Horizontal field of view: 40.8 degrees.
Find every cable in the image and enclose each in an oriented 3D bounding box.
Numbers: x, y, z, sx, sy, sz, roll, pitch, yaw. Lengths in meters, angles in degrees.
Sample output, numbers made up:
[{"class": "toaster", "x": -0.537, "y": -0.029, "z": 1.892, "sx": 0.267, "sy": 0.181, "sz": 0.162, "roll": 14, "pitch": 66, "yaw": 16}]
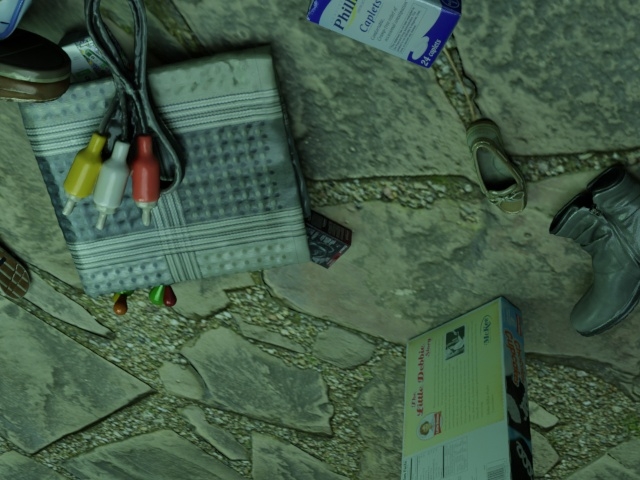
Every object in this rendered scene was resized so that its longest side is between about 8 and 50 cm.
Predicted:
[{"class": "cable", "x": -0.212, "y": -0.144, "z": 0.974, "sx": 0.139, "sy": 0.072, "sz": 0.287, "roll": 6, "pitch": 121, "yaw": -13}]

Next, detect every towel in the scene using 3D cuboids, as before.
[{"class": "towel", "x": -0.183, "y": -0.080, "z": 1.091, "sx": 0.324, "sy": 0.056, "sz": 0.312, "roll": -8, "pitch": 122, "yaw": 3}]

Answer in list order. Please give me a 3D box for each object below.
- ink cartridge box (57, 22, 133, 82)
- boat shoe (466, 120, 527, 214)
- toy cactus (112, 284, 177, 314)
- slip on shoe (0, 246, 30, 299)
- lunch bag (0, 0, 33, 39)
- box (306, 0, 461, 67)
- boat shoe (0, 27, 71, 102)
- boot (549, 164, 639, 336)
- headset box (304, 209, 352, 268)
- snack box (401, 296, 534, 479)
[{"class": "ink cartridge box", "x": -0.260, "y": -0.202, "z": 1.044, "sx": 0.062, "sy": 0.029, "sz": 0.115, "roll": -14, "pitch": 131, "yaw": 20}, {"class": "boat shoe", "x": 0.222, "y": -0.080, "z": 1.080, "sx": 0.056, "sy": 0.048, "sz": 0.153, "roll": -12, "pitch": 132, "yaw": 21}, {"class": "toy cactus", "x": -0.239, "y": 0.017, "z": 1.229, "sx": 0.180, "sy": 0.112, "sz": 0.219, "roll": -13, "pitch": 125, "yaw": 8}, {"class": "slip on shoe", "x": -0.498, "y": 0.038, "z": 1.325, "sx": 0.041, "sy": 0.051, "sz": 0.135, "roll": 30, "pitch": 161, "yaw": 38}, {"class": "lunch bag", "x": -0.408, "y": -0.350, "z": 0.857, "sx": 0.303, "sy": 0.115, "sz": 0.243, "roll": 29, "pitch": 135, "yaw": -21}, {"class": "box", "x": 0.067, "y": -0.258, "z": 0.863, "sx": 0.137, "sy": 0.126, "sz": 0.072, "roll": 19, "pitch": 137, "yaw": -11}, {"class": "boat shoe", "x": -0.416, "y": -0.192, "z": 0.990, "sx": 0.307, "sy": 0.111, "sz": 0.104, "roll": 17, "pitch": 118, "yaw": 19}, {"class": "boot", "x": 0.368, "y": 0.012, "z": 1.145, "sx": 0.161, "sy": 0.083, "sz": 0.246, "roll": 27, "pitch": 128, "yaw": -8}, {"class": "headset box", "x": 0.000, "y": 0.000, "z": 1.210, "sx": 0.083, "sy": 0.032, "sz": 0.062, "roll": 26, "pitch": 134, "yaw": -19}, {"class": "snack box", "x": 0.204, "y": 0.250, "z": 1.226, "sx": 0.187, "sy": 0.322, "sz": 0.060, "roll": -31, "pitch": 125, "yaw": 34}]
